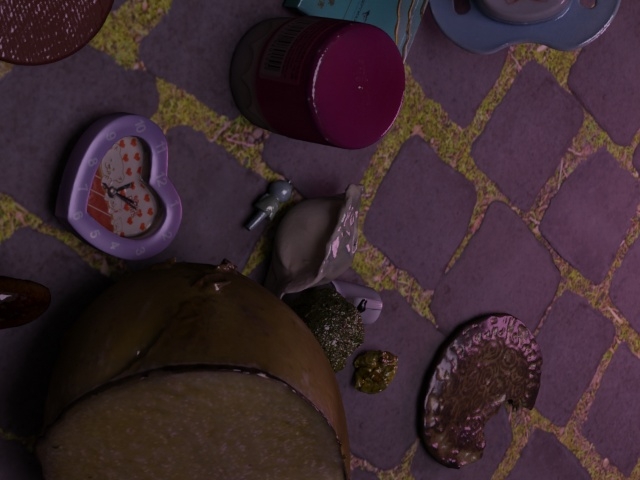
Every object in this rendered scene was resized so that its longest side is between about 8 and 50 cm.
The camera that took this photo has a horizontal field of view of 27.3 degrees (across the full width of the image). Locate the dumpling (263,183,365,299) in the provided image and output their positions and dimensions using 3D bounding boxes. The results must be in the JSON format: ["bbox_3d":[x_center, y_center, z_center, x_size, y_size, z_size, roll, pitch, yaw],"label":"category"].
[{"bbox_3d":[0.000,0.000,1.931,0.124,0.151,0.229,36,77,-12],"label":"dumpling"}]

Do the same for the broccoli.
[{"bbox_3d":[0.000,0.134,1.926,0.120,0.130,0.131,79,16,-64],"label":"broccoli"}]

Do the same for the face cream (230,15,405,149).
[{"bbox_3d":[-0.006,-0.224,1.836,0.175,0.195,0.175,-12,109,-37],"label":"face cream"}]

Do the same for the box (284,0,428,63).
[{"bbox_3d":[0.063,-0.369,1.959,0.229,0.041,0.162,25,85,-40],"label":"box"}]

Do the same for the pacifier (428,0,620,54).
[{"bbox_3d":[0.320,-0.394,2.085,0.233,0.299,0.244,68,22,-73],"label":"pacifier"}]

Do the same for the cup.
[{"bbox_3d":[0.044,0.096,2.019,0.116,0.104,0.074,10,80,-44],"label":"cup"}]

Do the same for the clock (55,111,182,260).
[{"bbox_3d":[-0.276,-0.064,1.734,0.172,0.064,0.198,-28,117,-32],"label":"clock"}]

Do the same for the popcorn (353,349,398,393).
[{"bbox_3d":[0.090,0.212,2.114,0.083,0.059,0.068,-50,127,-9],"label":"popcorn"}]

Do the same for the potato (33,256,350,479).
[{"bbox_3d":[-0.162,0.219,1.767,0.385,0.319,0.442,-17,128,10],"label":"potato"}]

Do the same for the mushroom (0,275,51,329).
[{"bbox_3d":[-0.447,0.007,1.589,0.227,0.148,0.217,-5,85,-49],"label":"mushroom"}]

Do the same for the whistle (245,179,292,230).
[{"bbox_3d":[-0.075,-0.052,1.926,0.100,0.035,0.035,-50,127,-17],"label":"whistle"}]

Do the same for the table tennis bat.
[{"bbox_3d":[-0.321,-0.336,1.648,0.310,0.038,0.200,-30,119,-31],"label":"table tennis bat"}]

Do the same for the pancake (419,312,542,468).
[{"bbox_3d":[0.283,0.264,2.308,0.286,0.033,0.288,19,88,-43],"label":"pancake"}]
